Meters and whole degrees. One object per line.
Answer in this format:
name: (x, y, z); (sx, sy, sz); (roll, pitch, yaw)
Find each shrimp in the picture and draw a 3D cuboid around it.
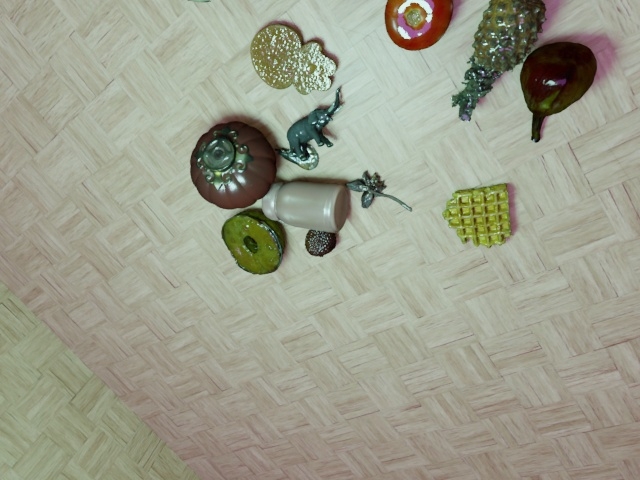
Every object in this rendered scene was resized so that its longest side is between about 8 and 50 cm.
shrimp: (-0.081, -0.308, 1.746); (0.160, 0.034, 0.091); (21, 112, -3)

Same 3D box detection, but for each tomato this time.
tomato: (0.271, -0.631, 1.373); (0.194, 0.136, 0.195); (9, 125, 14)

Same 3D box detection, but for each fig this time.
fig: (0.653, -0.394, 1.378); (0.190, 0.191, 0.291); (1, 119, 17)

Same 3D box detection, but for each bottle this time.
bottle: (-0.059, -0.118, 1.771); (0.296, 0.173, 0.206); (7, 150, 21)

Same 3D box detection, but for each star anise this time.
star anise: (0.187, -0.136, 1.661); (0.218, 0.227, 0.149); (2, 115, 3)

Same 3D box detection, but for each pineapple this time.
pineapple: (0.479, -0.508, 1.386); (0.174, 0.175, 0.361); (25, 137, 2)

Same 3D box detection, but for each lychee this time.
lychee: (0.001, -0.002, 1.853); (0.123, 0.123, 0.129); (6, 88, 14)

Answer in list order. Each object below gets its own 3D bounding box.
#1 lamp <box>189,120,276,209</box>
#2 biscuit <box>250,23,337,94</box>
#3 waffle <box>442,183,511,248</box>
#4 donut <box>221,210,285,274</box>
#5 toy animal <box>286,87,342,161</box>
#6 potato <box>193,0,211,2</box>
lamp: (-0.299, -0.255, 1.697); (0.302, 0.257, 0.304); (-2, 79, 11)
biscuit: (-0.087, -0.571, 1.577); (0.288, 0.044, 0.202); (17, 124, 5)
waffle: (0.527, -0.072, 1.679); (0.218, 0.057, 0.230); (-5, 119, 20)
donut: (-0.251, -0.004, 1.923); (0.271, 0.107, 0.272); (11, 127, 15)
toy animal: (-0.011, -0.366, 1.635); (0.269, 0.082, 0.137); (-33, 76, 31)
potato: (-0.386, -0.816, 1.477); (0.202, 0.182, 0.117); (-5, 82, 39)
